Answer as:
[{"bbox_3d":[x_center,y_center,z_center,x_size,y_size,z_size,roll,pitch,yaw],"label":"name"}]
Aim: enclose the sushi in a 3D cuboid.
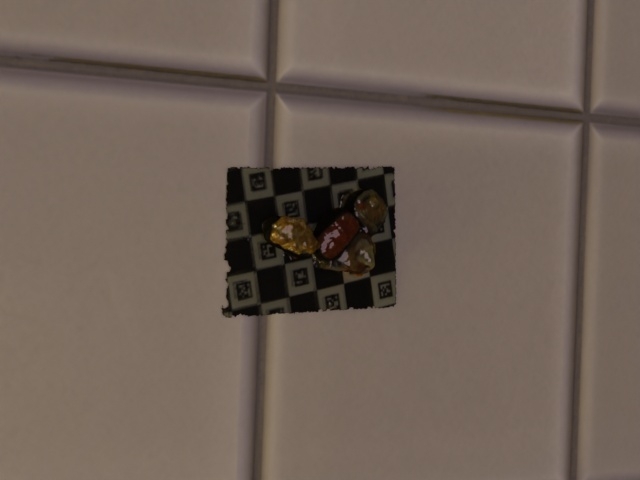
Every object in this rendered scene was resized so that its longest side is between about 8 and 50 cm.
[{"bbox_3d":[0.000,0.000,1.534,0.201,0.031,0.139,-3,94,-35],"label":"sushi"}]
